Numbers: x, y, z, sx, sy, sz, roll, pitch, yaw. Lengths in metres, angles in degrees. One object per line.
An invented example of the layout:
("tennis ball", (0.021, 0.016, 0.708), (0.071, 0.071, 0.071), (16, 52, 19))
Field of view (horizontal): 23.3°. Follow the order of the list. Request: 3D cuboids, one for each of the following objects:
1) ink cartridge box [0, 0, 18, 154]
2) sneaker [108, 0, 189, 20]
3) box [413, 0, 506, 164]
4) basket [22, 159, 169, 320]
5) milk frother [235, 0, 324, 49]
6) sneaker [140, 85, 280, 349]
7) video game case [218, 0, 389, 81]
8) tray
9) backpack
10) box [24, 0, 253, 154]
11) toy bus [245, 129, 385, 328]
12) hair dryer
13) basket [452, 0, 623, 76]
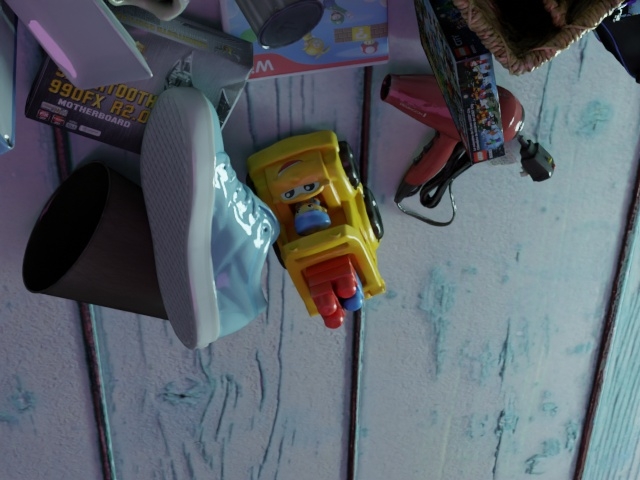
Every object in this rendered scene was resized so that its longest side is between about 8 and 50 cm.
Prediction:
("ink cartridge box", (-0.543, -0.149, 1.730), (0.395, 0.270, 0.151), (-22, 131, 11))
("sneaker", (-0.233, -0.330, 1.724), (0.252, 0.111, 0.103), (23, 126, -30))
("box", (0.157, -0.224, 1.821), (0.044, 0.233, 0.159), (-15, 135, -1))
("basket", (-0.243, 0.020, 2.050), (0.227, 0.154, 0.204), (24, 121, -35))
("milk frother", (-0.032, -0.308, 1.732), (0.143, 0.135, 0.129), (-43, 158, 32))
("sneaker", (-0.128, -0.042, 1.930), (0.150, 0.135, 0.366), (-22, 133, -28))
("video game case", (-0.022, -0.314, 1.844), (0.204, 0.025, 0.285), (-8, 136, -4))
("tray", (-0.300, -0.281, 1.722), (0.145, 0.030, 0.270), (-4, 133, 45))
("backpack", (0.407, -0.303, 1.876), (0.173, 0.117, 0.158), (-36, 133, 7))
("box", (-0.219, -0.194, 1.882), (0.231, 0.056, 0.183), (18, 130, -18))
("toy bus", (0.000, 0.000, 2.032), (0.149, 0.211, 0.220), (-18, 134, 9))
("hair dryer", (0.167, -0.121, 2.036), (0.223, 0.080, 0.293), (-25, 134, 15))
("basket", (0.215, -0.359, 1.628), (0.213, 0.223, 0.299), (-31, 101, 22))
